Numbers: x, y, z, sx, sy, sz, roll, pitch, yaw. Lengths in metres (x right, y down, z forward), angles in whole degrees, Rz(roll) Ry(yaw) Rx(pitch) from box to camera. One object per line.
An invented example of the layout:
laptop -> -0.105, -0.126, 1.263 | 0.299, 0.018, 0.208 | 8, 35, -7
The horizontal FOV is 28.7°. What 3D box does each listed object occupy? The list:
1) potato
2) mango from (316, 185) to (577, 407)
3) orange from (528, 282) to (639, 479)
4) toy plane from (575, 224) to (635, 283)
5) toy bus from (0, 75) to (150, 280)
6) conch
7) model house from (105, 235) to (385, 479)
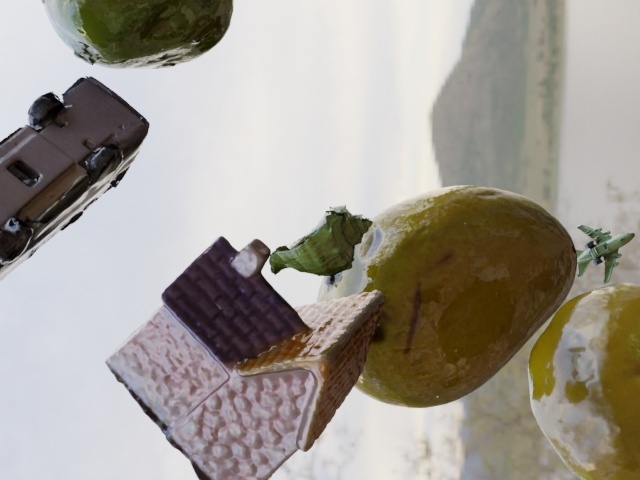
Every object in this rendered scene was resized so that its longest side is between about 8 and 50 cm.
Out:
potato -> -0.200, -0.269, 1.381 | 0.149, 0.186, 0.253 | 69, -166, 6
mango -> 0.199, 0.073, 1.800 | 0.220, 0.445, 0.302 | 6, 107, 60
orange -> 0.405, 0.192, 1.635 | 0.235, 0.279, 0.279 | 125, 156, -61
toy plane -> 0.451, 0.014, 2.005 | 0.040, 0.111, 0.102 | -14, -103, -61
toy bus -> -0.306, -0.037, 1.263 | 0.317, 0.112, 0.138 | -45, -7, -43
conch -> 0.000, 0.000, 1.320 | 0.089, 0.121, 0.074 | 73, 175, -58
model house -> -0.064, 0.116, 1.398 | 0.237, 0.237, 0.202 | -44, -5, 31
